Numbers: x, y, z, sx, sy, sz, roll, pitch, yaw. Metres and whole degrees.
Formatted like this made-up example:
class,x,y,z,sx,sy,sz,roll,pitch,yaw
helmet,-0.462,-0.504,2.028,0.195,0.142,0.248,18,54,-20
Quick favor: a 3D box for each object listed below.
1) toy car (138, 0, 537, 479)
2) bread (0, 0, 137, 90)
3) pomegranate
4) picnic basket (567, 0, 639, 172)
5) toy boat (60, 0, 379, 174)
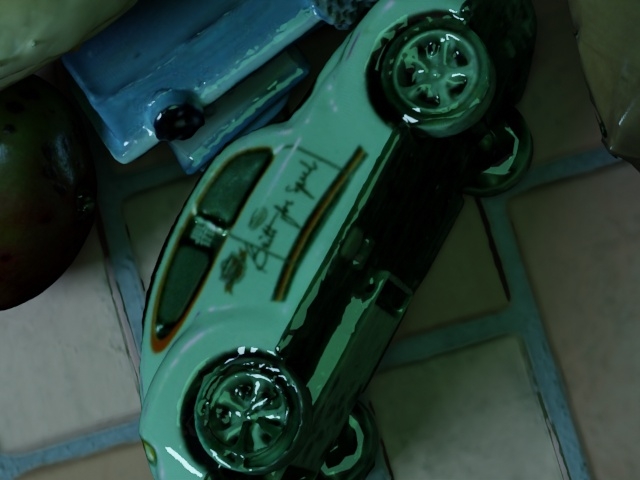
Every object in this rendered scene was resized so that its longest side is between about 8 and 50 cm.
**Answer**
class,x,y,z,sx,sy,sz,roll,pitch,yaw
toy car,0.000,0.000,0.733,0.125,0.136,0.305,25,86,21
bread,-0.204,-0.157,0.702,0.306,0.305,0.158,-23,116,3
pomegranate,-0.189,-0.020,0.764,0.159,0.129,0.129,-20,80,23
picnic basket,0.259,-0.169,0.662,0.321,0.254,0.291,-14,81,15
toy boat,-0.017,-0.127,0.759,0.238,0.098,0.109,-40,51,4
